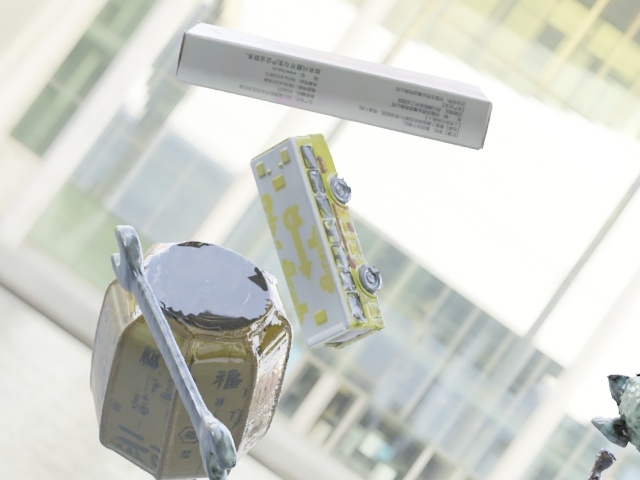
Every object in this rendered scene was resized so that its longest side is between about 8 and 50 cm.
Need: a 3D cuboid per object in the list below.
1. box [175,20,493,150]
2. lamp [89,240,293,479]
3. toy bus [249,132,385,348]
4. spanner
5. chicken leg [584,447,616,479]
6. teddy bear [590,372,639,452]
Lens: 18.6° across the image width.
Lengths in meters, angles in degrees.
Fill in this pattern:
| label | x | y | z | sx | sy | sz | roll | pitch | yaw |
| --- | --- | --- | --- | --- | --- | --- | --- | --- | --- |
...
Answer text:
| label | x | y | z | sx | sy | sz | roll | pitch | yaw |
| --- | --- | --- | --- | --- | --- | --- | --- | --- | --- |
| box | 0.017 | -0.181 | 2.249 | 0.353 | 0.069 | 0.214 | 11 | 9 | -1 |
| lamp | -0.107 | 0.099 | 1.594 | 0.161 | 0.161 | 0.185 | 35 | -45 | 17 |
| toy bus | 0.000 | 0.000 | 2.072 | 0.074 | 0.081 | 0.226 | -2 | 72 | -50 |
| spanner | -0.106 | 0.078 | 1.373 | 0.254 | 0.015 | 0.054 | -120 | -151 | -45 |
| chicken leg | 0.202 | 0.235 | 1.672 | 0.037 | 0.145 | 0.062 | 5 | -61 | 63 |
| teddy bear | 0.378 | 0.159 | 1.889 | 0.111 | 0.133 | 0.213 | 11 | -13 | -37 |
